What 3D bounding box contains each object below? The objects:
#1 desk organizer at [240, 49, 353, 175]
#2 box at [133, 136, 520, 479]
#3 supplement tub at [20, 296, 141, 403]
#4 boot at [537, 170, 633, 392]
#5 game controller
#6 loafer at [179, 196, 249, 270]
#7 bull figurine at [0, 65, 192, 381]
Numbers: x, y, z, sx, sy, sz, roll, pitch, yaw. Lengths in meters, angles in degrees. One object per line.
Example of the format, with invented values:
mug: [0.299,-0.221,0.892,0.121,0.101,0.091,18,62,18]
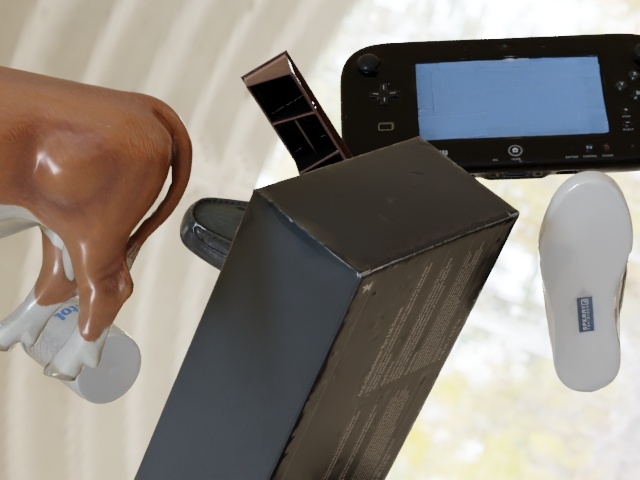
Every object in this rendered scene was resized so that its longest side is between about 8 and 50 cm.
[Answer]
desk organizer: [-0.014,-0.092,1.665,0.130,0.047,0.050,57,-173,-24]
box: [0.001,0.075,1.316,0.184,0.103,0.261,-23,-36,-51]
supplement tub: [-0.215,0.094,1.734,0.071,0.107,0.071,-18,-59,-33]
boot: [0.189,0.014,1.424,0.086,0.069,0.190,-89,-2,-54]
game controller: [0.178,-0.126,1.831,0.166,0.319,0.067,-90,-3,-48]
loafer: [0.000,0.000,1.551,0.076,0.223,0.078,-79,5,-46]
bull figurine: [-0.233,-0.040,1.104,0.101,0.310,0.188,-35,-42,-87]
